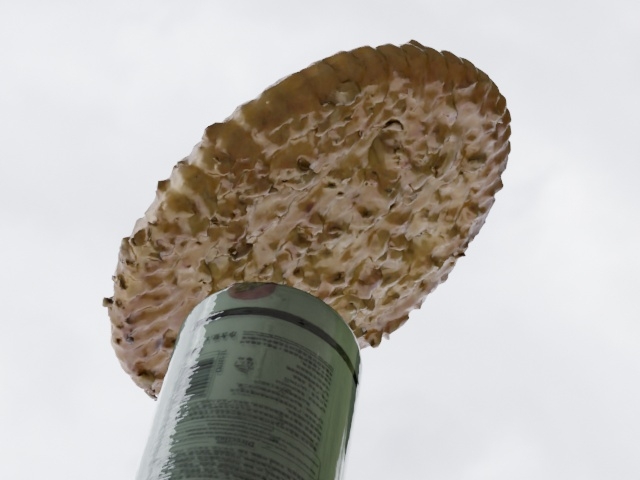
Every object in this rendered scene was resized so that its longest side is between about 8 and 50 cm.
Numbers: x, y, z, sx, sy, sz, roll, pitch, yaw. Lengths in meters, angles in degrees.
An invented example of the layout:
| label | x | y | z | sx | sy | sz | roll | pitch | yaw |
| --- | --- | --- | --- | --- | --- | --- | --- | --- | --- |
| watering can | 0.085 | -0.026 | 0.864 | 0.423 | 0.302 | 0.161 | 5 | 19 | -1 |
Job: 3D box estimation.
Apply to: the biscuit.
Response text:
| label | x | y | z | sx | sy | sz | roll | pitch | yaw |
| --- | --- | --- | --- | --- | --- | --- | --- | --- | --- |
| biscuit | 0.000 | 0.000 | 0.917 | 0.254 | 0.254 | 0.035 | -14 | -130 | -36 |

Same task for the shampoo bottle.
| label | x | y | z | sx | sy | sz | roll | pitch | yaw |
| --- | --- | --- | --- | --- | --- | --- | --- | --- | --- |
| shampoo bottle | -0.038 | 0.124 | 0.667 | 0.085 | 0.085 | 0.262 | 24 | -145 | -8 |
